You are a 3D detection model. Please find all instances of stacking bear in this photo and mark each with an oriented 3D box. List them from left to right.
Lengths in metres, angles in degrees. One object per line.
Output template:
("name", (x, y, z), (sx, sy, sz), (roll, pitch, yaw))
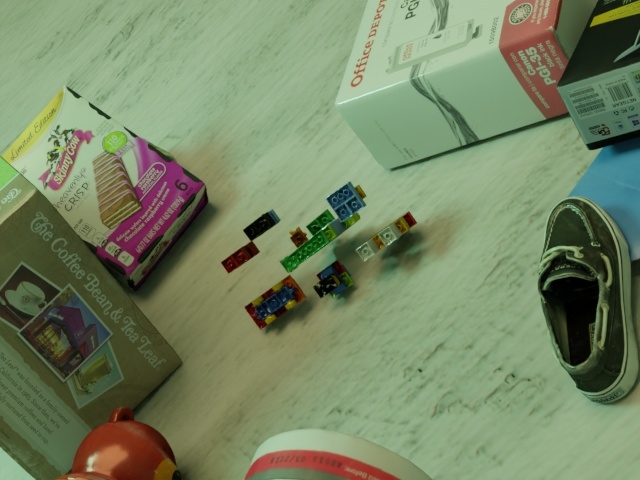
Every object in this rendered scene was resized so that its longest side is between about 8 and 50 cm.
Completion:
("stacking bear", (-0.230, 0.297, 1.371), (0.164, 0.175, 0.289), (-6, 37, 32))

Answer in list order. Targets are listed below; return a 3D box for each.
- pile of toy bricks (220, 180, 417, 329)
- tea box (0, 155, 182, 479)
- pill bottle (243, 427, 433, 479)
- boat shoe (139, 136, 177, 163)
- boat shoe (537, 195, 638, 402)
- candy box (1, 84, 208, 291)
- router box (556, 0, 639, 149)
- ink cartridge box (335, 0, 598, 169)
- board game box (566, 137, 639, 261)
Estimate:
("pile of toy bricks", (0.000, 0.000, 1.538), (0.212, 0.118, 0.105), (-35, 0, 26))
("tea box", (-0.383, 0.048, 1.580), (0.220, 0.329, 0.323), (-44, 46, -12))
("pill bottle", (-0.021, 0.323, 1.093), (0.176, 0.176, 0.318), (-11, 43, 38))
("boat shoe", (-0.313, -0.027, 1.872), (0.094, 0.109, 0.302), (12, 57, 49))
("boat shoe", (0.231, 0.036, 1.240), (0.078, 0.070, 0.219), (-29, 43, 25))
("candy box", (-0.282, -0.068, 1.789), (0.233, 0.071, 0.159), (34, 73, 11))
("router box", (0.403, -0.217, 1.337), (0.309, 0.081, 0.243), (-15, 28, 35))
("ink cartridge box", (0.175, -0.218, 1.581), (0.283, 0.117, 0.207), (-16, 41, 33))
("board game box", (0.305, -0.041, 1.322), (0.168, 0.033, 0.133), (-54, 39, -9))
